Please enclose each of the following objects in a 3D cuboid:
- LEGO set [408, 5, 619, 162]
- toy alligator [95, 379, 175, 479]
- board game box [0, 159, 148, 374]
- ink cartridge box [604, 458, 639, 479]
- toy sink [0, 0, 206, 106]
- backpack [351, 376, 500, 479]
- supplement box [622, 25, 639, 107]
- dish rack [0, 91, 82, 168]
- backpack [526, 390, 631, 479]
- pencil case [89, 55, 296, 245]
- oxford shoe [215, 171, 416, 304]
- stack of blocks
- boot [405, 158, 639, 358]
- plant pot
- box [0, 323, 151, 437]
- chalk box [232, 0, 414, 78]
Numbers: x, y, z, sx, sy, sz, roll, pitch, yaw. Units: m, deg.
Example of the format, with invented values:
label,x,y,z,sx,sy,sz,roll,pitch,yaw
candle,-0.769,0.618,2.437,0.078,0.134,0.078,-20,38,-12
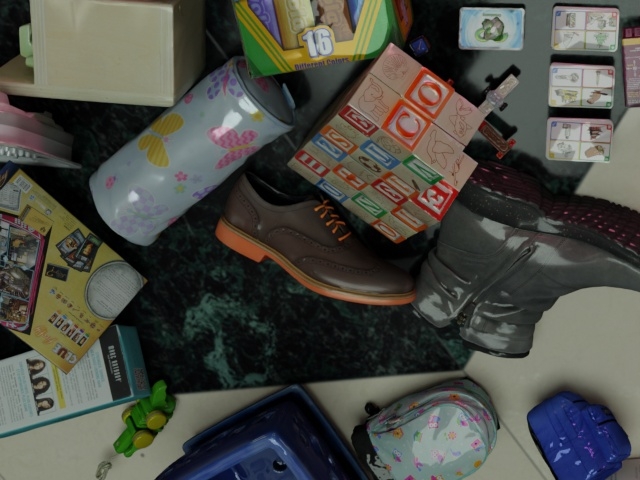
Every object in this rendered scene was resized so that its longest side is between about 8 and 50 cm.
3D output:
label,x,y,z,sx,sy,sz,roll,pitch,yaw
LEGO set,0.227,-0.188,1.643,0.244,0.060,0.182,2,100,8
toy alligator,-0.247,0.264,1.903,0.051,0.056,0.190,12,122,-40
board game box,-0.356,0.037,1.740,0.165,0.042,0.243,-49,125,-8
ink cartridge box,0.486,0.364,1.785,0.218,0.092,0.158,-6,111,15
toy sink,-0.267,-0.250,1.637,0.234,0.153,0.131,5,113,9
backpack,0.147,0.263,1.794,0.182,0.115,0.152,-32,101,18
supplement box,0.372,-0.201,1.593,0.043,0.055,0.083,-3,111,13
dish rack,-0.475,-0.144,1.671,0.333,0.285,0.072,6,87,8
backpack,0.329,0.249,1.757,0.101,0.098,0.120,-38,67,16
pencil case,-0.157,-0.107,1.694,0.273,0.113,0.124,-38,142,22
oxford shoe,0.000,0.000,1.705,0.271,0.097,0.098,23,109,12
stack of blocks,0.084,-0.100,1.561,0.171,0.297,0.087,36,75,-5
boot,0.286,0.054,1.695,0.338,0.118,0.223,24,118,12
plant pot,-0.067,0.337,1.810,0.236,0.212,0.236,-30,103,20
box,-0.358,0.194,1.867,0.244,0.060,0.100,-17,80,17
chalk box,-0.010,-0.352,1.532,0.179,0.180,0.289,-6,112,13
